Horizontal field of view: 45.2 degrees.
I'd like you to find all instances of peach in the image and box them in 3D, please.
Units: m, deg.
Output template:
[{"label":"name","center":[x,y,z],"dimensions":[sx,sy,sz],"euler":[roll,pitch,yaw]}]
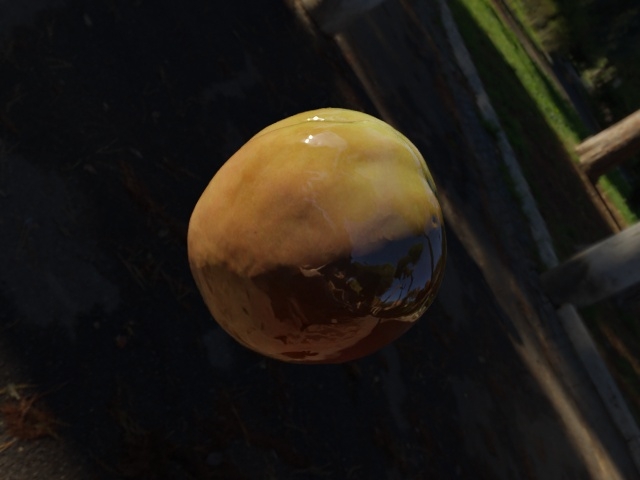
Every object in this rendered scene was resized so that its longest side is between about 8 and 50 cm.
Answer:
[{"label":"peach","center":[0.000,0.000,0.532],"dimensions":[0.184,0.184,0.184],"euler":[41,30,-31]}]
